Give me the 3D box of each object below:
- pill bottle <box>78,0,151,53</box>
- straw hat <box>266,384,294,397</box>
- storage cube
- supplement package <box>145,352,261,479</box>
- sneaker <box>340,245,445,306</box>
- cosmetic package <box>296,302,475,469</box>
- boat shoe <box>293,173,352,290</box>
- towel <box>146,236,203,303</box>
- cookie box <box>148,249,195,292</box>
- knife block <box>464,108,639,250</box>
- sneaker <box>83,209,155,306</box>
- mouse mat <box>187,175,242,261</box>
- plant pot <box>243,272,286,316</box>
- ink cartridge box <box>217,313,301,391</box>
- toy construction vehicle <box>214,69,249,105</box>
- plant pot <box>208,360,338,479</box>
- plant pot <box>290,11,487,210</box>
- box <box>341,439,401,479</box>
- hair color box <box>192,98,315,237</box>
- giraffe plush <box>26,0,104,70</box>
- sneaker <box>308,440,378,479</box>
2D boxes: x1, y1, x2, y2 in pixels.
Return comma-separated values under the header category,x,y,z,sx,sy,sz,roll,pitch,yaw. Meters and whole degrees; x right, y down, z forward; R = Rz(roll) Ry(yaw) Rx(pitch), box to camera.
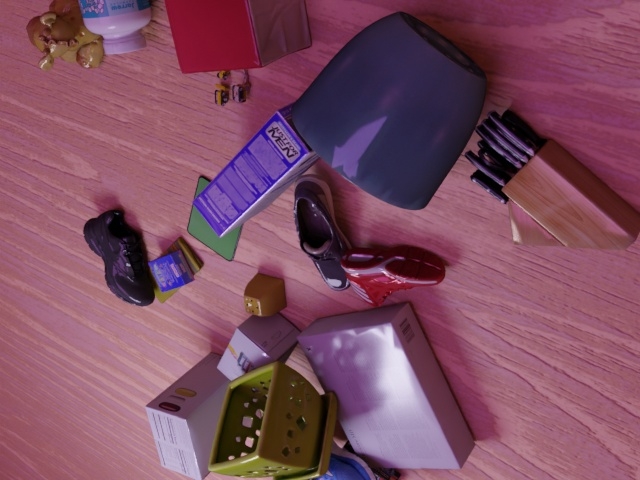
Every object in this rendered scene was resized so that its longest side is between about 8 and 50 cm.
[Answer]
category,x,y,z,sx,sy,sz,roll,pitch,yaw
pill bottle,-0.444,-0.537,1.524,0.146,0.146,0.264,8,120,32
straw hat,-0.130,0.415,1.898,0.145,0.061,0.144,16,123,27
storage cube,-0.154,-0.430,1.355,0.193,0.184,0.214,4,117,32
supplement package,-0.304,0.462,1.913,0.145,0.262,0.204,8,119,32
sneaker,0.160,0.081,1.512,0.221,0.087,0.128,10,142,25
cosmetic package,0.146,0.341,1.636,0.284,0.097,0.377,-16,105,40
boat shoe,0.000,0.000,1.530,0.103,0.092,0.285,-3,122,22
towel,-0.401,0.083,1.933,0.237,0.021,0.102,-38,85,43
cookie box,-0.390,0.081,1.879,0.107,0.040,0.091,-17,100,43
knife block,0.390,-0.112,1.211,0.276,0.088,0.242,4,118,35
sneaker,-0.528,0.047,1.940,0.130,0.109,0.286,-30,94,34
mouse mat,-0.256,-0.051,1.761,0.153,0.007,0.189,34,131,15
plant pot,-0.141,0.139,1.734,0.081,0.083,0.081,13,121,30
ink cartridge box,-0.151,0.274,1.788,0.127,0.128,0.176,39,130,11
toy construction vehicle,-0.189,-0.334,1.538,0.086,0.035,0.098,23,125,37
plant pot,-0.097,0.435,1.648,0.207,0.228,0.227,28,144,-26
plant pot,0.135,-0.233,1.204,0.293,0.293,0.235,42,116,8
box,0.095,0.636,1.876,0.159,0.044,0.233,35,130,15
hair color box,-0.099,-0.157,1.468,0.110,0.185,0.339,53,132,-1
giraffe plush,-0.591,-0.471,1.648,0.210,0.170,0.181,3,116,34
sneaker,0.022,0.579,1.736,0.330,0.147,0.129,24,138,45
